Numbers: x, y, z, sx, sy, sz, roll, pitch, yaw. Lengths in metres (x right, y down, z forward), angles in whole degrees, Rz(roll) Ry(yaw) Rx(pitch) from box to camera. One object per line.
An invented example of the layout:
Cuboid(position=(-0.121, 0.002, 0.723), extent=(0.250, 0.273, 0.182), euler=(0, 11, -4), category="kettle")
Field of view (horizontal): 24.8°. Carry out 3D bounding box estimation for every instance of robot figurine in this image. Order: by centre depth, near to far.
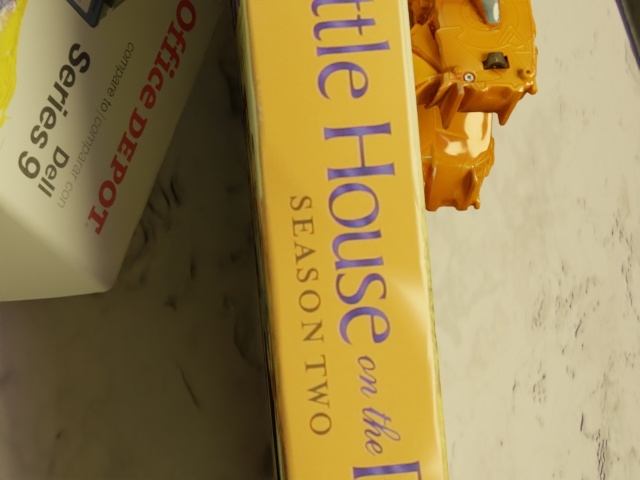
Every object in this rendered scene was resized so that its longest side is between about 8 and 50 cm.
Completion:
Cuboid(position=(0.051, -0.174, 0.765), extent=(0.211, 0.085, 0.291), euler=(105, -21, -66), category="robot figurine")

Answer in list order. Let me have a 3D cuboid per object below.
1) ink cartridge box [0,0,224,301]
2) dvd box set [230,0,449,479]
Cuboid(position=(-0.149, -0.094, 0.565), extent=(0.212, 0.093, 0.154), euler=(48, 50, -42), category="ink cartridge box")
Cuboid(position=(0.000, 0.000, 0.632), extent=(0.307, 0.062, 0.420), euler=(-160, -115, -86), category="dvd box set")
